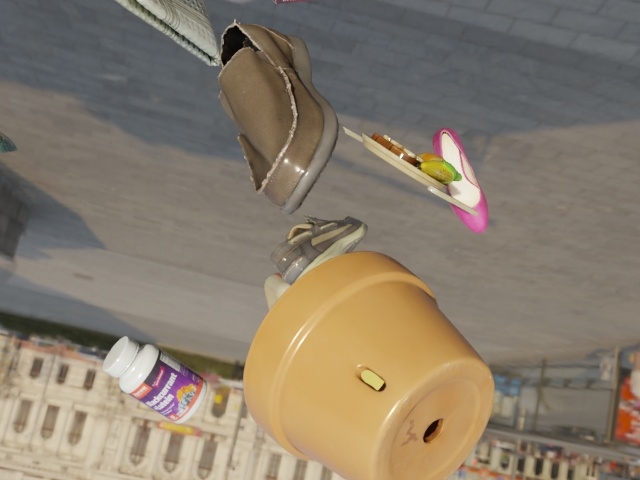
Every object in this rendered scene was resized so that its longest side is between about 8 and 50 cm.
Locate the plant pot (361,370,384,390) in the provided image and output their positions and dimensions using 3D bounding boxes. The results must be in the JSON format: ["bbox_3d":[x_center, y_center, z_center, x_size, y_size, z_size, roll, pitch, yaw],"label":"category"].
[{"bbox_3d":[0.106,0.329,1.802,0.187,0.212,0.212,-30,165,25],"label":"plant pot"}]

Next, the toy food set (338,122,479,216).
[{"bbox_3d":[0.108,-0.104,0.922,0.192,0.038,0.132,39,-168,35],"label":"toy food set"}]

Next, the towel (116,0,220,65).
[{"bbox_3d":[-0.316,-0.521,1.440,0.056,0.312,0.324,-26,158,21],"label":"towel"}]

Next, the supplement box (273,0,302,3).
[{"bbox_3d":[-0.026,-0.532,1.495,0.188,0.081,0.104,-15,-136,-26],"label":"supplement box"}]

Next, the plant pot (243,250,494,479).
[{"bbox_3d":[0.078,0.186,0.954,0.291,0.291,0.203,25,-173,-45],"label":"plant pot"}]

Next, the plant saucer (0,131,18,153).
[{"bbox_3d":[-0.704,-0.172,1.331,0.318,0.043,0.317,-2,-171,0],"label":"plant saucer"}]

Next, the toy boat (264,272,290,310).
[{"bbox_3d":[-0.041,0.154,1.892,0.151,0.151,0.231,-16,-167,-17],"label":"toy boat"}]

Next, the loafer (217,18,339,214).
[{"bbox_3d":[-0.078,-0.168,0.973,0.130,0.134,0.366,19,-150,-25],"label":"loafer"}]

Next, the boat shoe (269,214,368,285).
[{"bbox_3d":[0.000,0.000,1.600,0.130,0.132,0.355,41,-158,3],"label":"boat shoe"}]

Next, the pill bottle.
[{"bbox_3d":[-0.333,0.275,1.516,0.193,0.108,0.108,39,157,-23],"label":"pill bottle"}]

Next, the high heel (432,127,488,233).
[{"bbox_3d":[0.311,-0.132,1.662,0.082,0.244,0.117,-16,176,10],"label":"high heel"}]
